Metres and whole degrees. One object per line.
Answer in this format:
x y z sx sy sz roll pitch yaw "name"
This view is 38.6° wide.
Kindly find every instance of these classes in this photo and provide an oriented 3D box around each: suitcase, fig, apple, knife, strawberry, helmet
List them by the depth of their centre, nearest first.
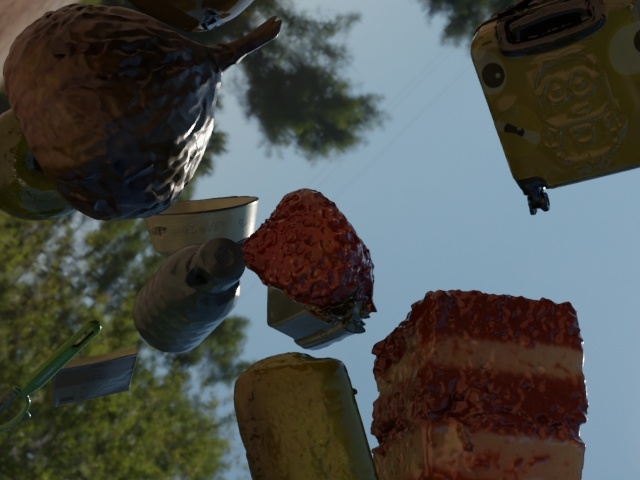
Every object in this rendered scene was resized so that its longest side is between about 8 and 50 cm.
0.284 -0.168 1.001 0.194 0.234 0.143 -14 -159 26 "suitcase"
-0.162 -0.310 1.031 0.130 0.198 0.224 -53 -144 23 "helmet"
-0.005 -0.001 1.088 0.236 0.175 0.106 45 -63 39 "strawberry"
-0.212 -0.208 1.188 0.369 0.286 0.286 -36 -164 -8 "fig"
-0.382 0.193 1.279 0.212 0.054 0.015 -44 -148 -5 "knife"
-0.447 -0.124 1.457 0.196 0.196 0.157 -55 -161 -21 "apple"

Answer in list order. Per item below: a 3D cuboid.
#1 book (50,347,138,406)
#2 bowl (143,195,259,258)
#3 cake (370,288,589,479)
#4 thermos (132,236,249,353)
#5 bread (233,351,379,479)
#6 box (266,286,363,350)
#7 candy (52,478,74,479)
-0.387 0.234 1.553 0.198 0.139 0.016 120 -44 -59 "book"
-0.236 -0.014 1.829 0.238 0.126 0.238 -4 -171 1 "bowl"
0.237 0.261 1.410 0.269 0.270 0.319 121 -25 -63 "cake"
-0.201 0.078 1.559 0.182 0.145 0.286 -34 176 -38 "thermos"
-0.003 0.326 1.122 0.166 0.383 0.112 -16 180 29 "bread"
-0.011 0.075 1.598 0.148 0.129 0.210 -28 -131 36 "box"
-0.293 0.326 0.944 0.160 0.073 0.092 -51 -169 -30 "candy"
